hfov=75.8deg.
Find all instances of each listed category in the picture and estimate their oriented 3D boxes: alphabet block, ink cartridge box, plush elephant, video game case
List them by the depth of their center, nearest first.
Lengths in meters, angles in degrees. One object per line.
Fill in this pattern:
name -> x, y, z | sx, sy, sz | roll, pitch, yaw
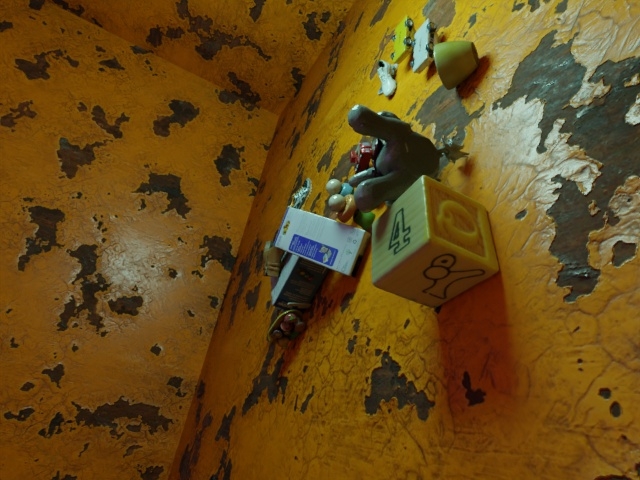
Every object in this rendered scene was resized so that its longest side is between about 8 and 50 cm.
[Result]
alphabet block -> 0.245, 0.010, 0.922 | 0.197, 0.192, 0.193 | -45, 32, 45
plush elephant -> 0.194, -0.195, 1.126 | 0.255, 0.330, 0.272 | 143, 118, -70
ink cartridge box -> 0.000, 0.000, 1.461 | 0.332, 0.065, 0.165 | 21, 89, 28
ink cartridge box -> -0.092, 0.119, 1.729 | 0.395, 0.151, 0.270 | -59, 20, 21
video game case -> 0.292, -0.696, 1.781 | 0.122, 0.011, 0.087 | -69, 20, -2

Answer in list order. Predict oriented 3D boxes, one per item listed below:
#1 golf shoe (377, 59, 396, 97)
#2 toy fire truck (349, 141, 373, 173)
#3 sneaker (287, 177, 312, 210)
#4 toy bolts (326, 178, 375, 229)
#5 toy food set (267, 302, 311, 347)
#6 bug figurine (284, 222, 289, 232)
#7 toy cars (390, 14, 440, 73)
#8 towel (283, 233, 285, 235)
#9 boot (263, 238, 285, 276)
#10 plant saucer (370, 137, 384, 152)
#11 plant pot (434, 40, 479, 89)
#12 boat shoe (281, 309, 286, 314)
golf shoe -> 0.264, -0.669, 1.698 | 0.069, 0.086, 0.176 | -31, 48, 43
toy fire truck -> 0.160, -0.339, 1.631 | 0.192, 0.047, 0.135 | 105, 163, -62
sneaker -> -0.111, -0.245, 2.251 | 0.215, 0.083, 0.084 | -69, 18, -5
toy bolts -> 0.116, -0.175, 1.465 | 0.218, 0.158, 0.228 | -60, 18, 9
toy food set -> -0.118, 0.347, 1.628 | 0.218, 0.128, 0.071 | -57, 43, 16
bug figurine -> -0.156, -0.007, 2.139 | 0.216, 0.072, 0.279 | -42, 27, 39
toy cars -> 0.362, -0.725, 1.534 | 0.394, 0.087, 0.176 | -109, 40, -57
towel -> -0.190, 0.047, 1.811 | 0.148, 0.027, 0.110 | -59, 20, 27
boot -> -0.174, 0.074, 1.690 | 0.197, 0.073, 0.152 | -13, 69, 56
plant saucer -> 0.242, -0.383, 1.564 | 0.168, 0.029, 0.168 | -52, 27, 40
plant pot -> 0.398, -0.517, 1.183 | 0.095, 0.134, 0.134 | -11, 56, 37
boat shoe -> -0.150, 0.352, 1.803 | 0.042, 0.049, 0.133 | 92, 175, -51
